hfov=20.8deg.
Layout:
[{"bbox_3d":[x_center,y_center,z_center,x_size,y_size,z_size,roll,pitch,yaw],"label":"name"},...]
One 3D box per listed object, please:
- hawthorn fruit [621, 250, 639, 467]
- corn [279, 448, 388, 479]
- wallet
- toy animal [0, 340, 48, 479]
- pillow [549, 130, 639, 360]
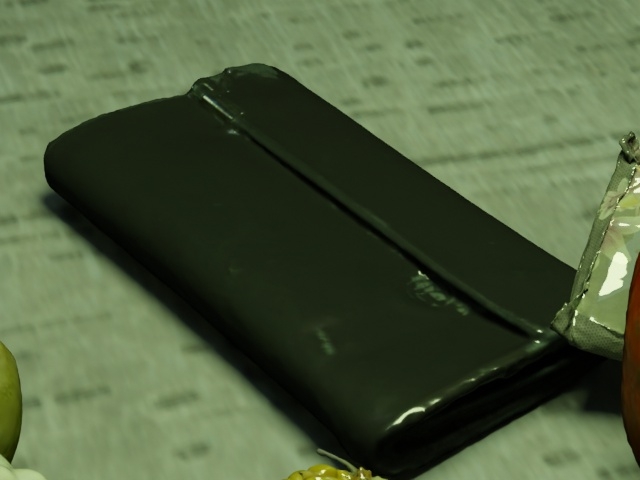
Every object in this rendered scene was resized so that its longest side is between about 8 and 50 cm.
[{"bbox_3d":[0.297,0.041,0.986,0.254,0.254,0.300,7,24,10],"label":"hawthorn fruit"},{"bbox_3d":[-0.060,0.225,0.901,0.106,0.106,0.305,25,45,31],"label":"corn"},{"bbox_3d":[0.000,-0.001,1.232,0.228,0.062,0.406,-25,44,-29],"label":"wallet"},{"bbox_3d":[-0.251,0.094,1.030,0.363,0.181,0.180,21,51,29],"label":"toy animal"},{"bbox_3d":[0.283,0.039,1.120,0.255,0.059,0.169,19,69,2],"label":"pillow"}]
